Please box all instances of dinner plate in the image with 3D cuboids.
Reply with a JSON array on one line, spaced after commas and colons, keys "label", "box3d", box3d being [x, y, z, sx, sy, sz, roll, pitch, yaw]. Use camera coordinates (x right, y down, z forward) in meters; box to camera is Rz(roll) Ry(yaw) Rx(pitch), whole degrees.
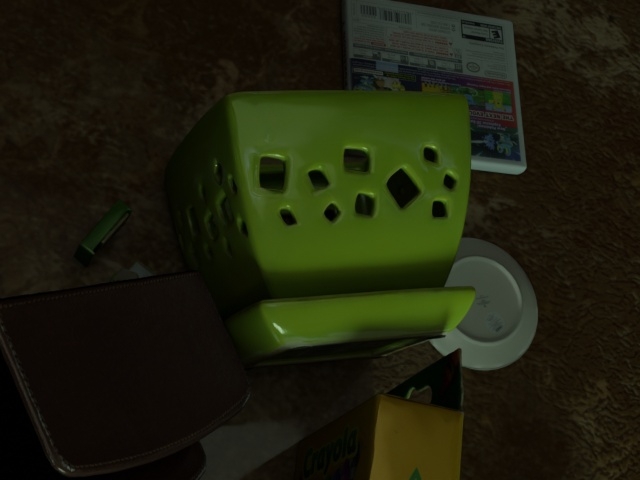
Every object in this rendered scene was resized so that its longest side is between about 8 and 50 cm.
[{"label": "dinner plate", "box3d": [0.160, 0.061, 1.210, 0.141, 0.017, 0.141, 7, 70, -18]}]

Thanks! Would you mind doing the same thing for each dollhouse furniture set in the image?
[{"label": "dollhouse furniture set", "box3d": [-0.145, 0.038, 1.072, 0.151, 0.076, 0.058, 39, 60, -2]}]

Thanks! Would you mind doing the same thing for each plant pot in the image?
[{"label": "plant pot", "box3d": [0.000, 0.000, 1.063, 0.227, 0.228, 0.207, -3, 79, -21]}]

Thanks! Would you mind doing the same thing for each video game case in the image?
[{"label": "video game case", "box3d": [0.121, -0.167, 1.279, 0.201, 0.023, 0.183, 6, 68, -19]}]

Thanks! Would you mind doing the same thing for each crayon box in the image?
[{"label": "crayon box", "box3d": [0.036, 0.257, 0.986, 0.081, 0.202, 0.319, 13, 65, -15]}]

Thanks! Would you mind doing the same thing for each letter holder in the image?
[{"label": "letter holder", "box3d": [-0.168, 0.157, 0.881, 0.214, 0.152, 0.302, 63, 19, 7]}]
